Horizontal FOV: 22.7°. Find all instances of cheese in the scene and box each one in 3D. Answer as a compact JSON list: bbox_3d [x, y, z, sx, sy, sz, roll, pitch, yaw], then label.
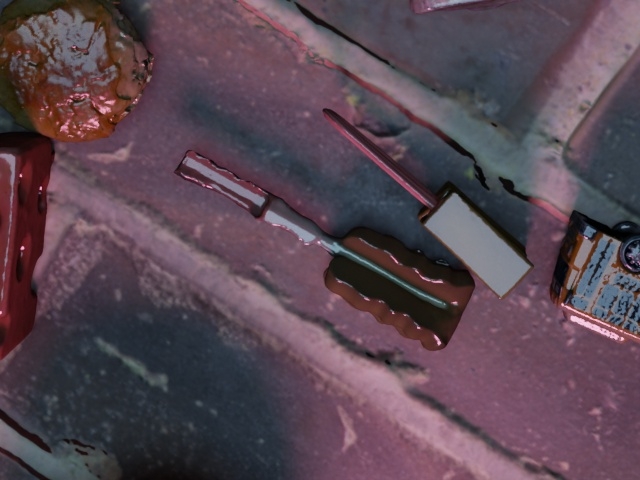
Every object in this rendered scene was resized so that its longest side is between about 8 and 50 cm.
[{"bbox_3d":[-0.355,-0.010,1.484,0.177,0.128,0.203,10,104,4],"label":"cheese"}]

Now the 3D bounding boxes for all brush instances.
[{"bbox_3d":[0.000,0.000,1.489,0.301,0.071,0.084,29,89,-1],"label":"brush"},{"bbox_3d":[0.093,-0.046,1.456,0.233,0.103,0.047,42,97,-3],"label":"brush"}]

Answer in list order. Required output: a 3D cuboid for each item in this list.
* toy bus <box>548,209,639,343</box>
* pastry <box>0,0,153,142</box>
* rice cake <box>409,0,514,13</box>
[{"bbox_3d":[0.300,0.049,1.465,0.182,0.091,0.103,24,100,-2],"label":"toy bus"},{"bbox_3d":[-0.232,-0.163,1.465,0.153,0.081,0.153,-1,101,-5],"label":"pastry"},{"bbox_3d":[0.181,-0.243,1.450,0.207,0.036,0.047,-12,87,6],"label":"rice cake"}]
